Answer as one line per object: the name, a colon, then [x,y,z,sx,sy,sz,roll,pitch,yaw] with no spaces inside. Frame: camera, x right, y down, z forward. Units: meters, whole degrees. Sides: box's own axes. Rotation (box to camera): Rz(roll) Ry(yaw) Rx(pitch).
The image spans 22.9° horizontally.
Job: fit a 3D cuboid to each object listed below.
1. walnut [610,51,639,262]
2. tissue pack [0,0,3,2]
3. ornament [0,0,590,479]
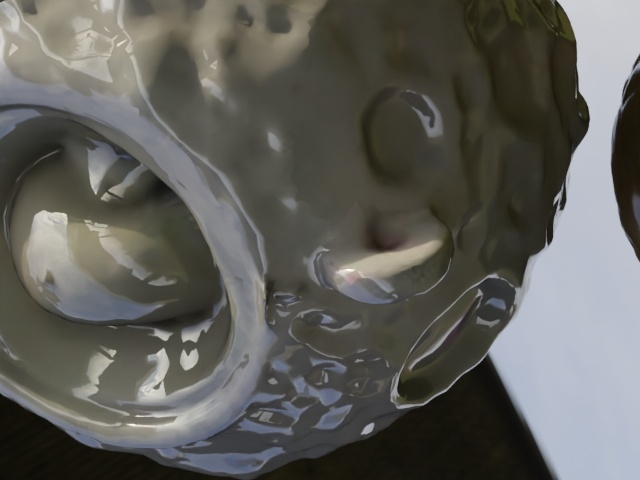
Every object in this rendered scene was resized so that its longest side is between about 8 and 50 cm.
walnut: [0.288,-0.018,0.789,0.296,0.285,0.285,26,-150,8]
tissue pack: [-0.071,-0.192,0.345,0.236,0.333,0.229,-28,-91,-54]
ornament: [-0.039,-0.062,0.761,0.337,0.337,0.337,37,-143,-35]
